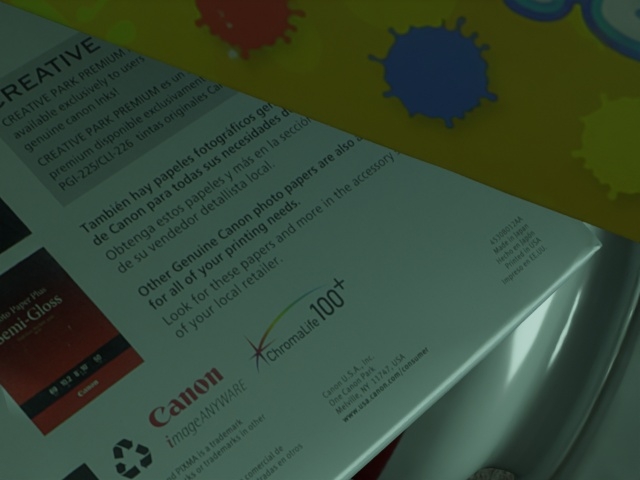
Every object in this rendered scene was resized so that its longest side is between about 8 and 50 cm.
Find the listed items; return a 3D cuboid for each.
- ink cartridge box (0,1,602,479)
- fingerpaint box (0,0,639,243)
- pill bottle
[{"bbox_3d":[-0.100,0.008,0.552,0.309,0.272,0.130,-37,171,-30],"label":"ink cartridge box"},{"bbox_3d":[0.034,-0.190,0.496,0.371,0.445,0.163,-58,167,-55],"label":"fingerpaint box"},{"bbox_3d":[0.000,0.000,0.790,0.229,0.408,0.229,23,90,-89],"label":"pill bottle"}]
